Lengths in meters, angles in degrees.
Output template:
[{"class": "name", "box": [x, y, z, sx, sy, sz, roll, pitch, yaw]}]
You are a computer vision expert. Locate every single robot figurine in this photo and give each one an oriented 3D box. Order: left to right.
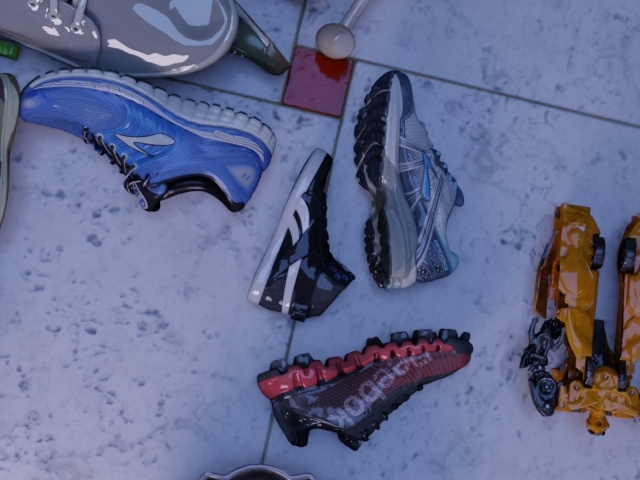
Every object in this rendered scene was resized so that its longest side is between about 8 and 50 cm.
[{"class": "robot figurine", "box": [0.364, 0.105, 1.654, 0.211, 0.085, 0.291, 7, 82, -2]}]

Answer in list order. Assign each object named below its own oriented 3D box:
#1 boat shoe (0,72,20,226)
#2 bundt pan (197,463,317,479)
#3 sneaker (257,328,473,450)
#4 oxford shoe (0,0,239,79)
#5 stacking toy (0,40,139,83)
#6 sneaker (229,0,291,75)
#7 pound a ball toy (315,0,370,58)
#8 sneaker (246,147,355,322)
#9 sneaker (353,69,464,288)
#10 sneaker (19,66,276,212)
[{"class": "boat shoe", "box": [-0.432, -0.103, 1.615, 0.073, 0.080, 0.223, 4, 102, -37]}, {"class": "bundt pan", "box": [-0.079, 0.435, 1.572, 0.331, 0.124, 0.331, 0, 84, -4]}, {"class": "sneaker", "box": [0.065, 0.190, 1.622, 0.276, 0.097, 0.135, -14, 84, -2]}, {"class": "oxford shoe", "box": [-0.324, -0.310, 1.599, 0.449, 0.130, 0.169, 16, 84, 1]}, {"class": "stacking toy", "box": [-0.326, -0.308, 1.685, 0.221, 0.052, 0.167, 13, 83, -1]}, {"class": "sneaker", "box": [-0.131, -0.272, 1.689, 0.086, 0.064, 0.192, -42, 87, 1]}, {"class": "pound a ball toy", "box": [0.012, -0.421, 1.692, 0.208, 0.136, 0.319, 32, 83, -23]}, {"class": "sneaker", "box": [0.000, 0.000, 1.657, 0.121, 0.079, 0.217, 23, 91, -3]}, {"class": "sneaker", "box": [0.118, -0.079, 1.669, 0.122, 0.110, 0.283, -1, 86, -21]}, {"class": "sneaker", "box": [-0.229, -0.120, 1.629, 0.330, 0.130, 0.147, 16, 80, -1]}]
